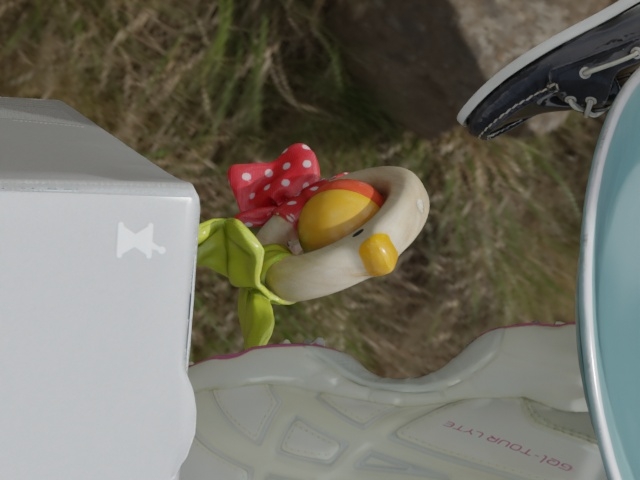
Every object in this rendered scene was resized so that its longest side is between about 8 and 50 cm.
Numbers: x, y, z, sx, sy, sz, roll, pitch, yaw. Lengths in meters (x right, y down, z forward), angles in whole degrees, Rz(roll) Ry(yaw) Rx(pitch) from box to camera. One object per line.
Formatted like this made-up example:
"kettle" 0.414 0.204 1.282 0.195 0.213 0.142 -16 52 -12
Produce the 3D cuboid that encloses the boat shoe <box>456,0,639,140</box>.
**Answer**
"boat shoe" 0.113 -0.071 0.527 0.125 0.038 0.046 -32 174 16

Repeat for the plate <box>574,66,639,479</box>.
"plate" 0.124 0.033 0.431 0.188 0.024 0.188 13 73 -49

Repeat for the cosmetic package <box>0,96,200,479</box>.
"cosmetic package" -0.115 0.023 0.430 0.107 0.238 0.127 2 99 -17

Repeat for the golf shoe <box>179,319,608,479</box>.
"golf shoe" 0.017 0.116 0.549 0.115 0.306 0.140 53 39 -38

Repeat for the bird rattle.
"bird rattle" 0.000 0.000 1.129 0.253 0.207 0.143 -48 120 -57
